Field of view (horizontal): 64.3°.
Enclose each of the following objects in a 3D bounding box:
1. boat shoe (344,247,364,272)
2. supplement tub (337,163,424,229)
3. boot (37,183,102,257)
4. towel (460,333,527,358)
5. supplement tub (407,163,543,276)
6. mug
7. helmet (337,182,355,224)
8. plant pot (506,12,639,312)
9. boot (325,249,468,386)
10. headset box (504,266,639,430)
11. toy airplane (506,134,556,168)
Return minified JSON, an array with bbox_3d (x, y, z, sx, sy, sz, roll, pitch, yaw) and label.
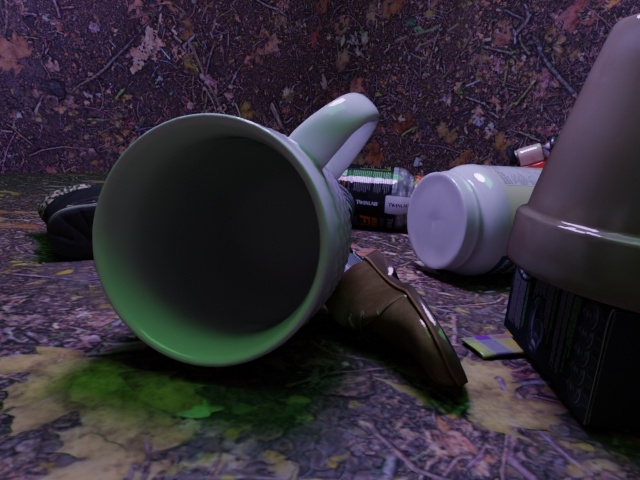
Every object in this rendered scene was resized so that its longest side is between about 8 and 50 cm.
[{"bbox_3d":[0.000,0.000,0.957,0.127,0.158,0.340,-4,14,-32],"label":"boat shoe"},{"bbox_3d":[0.154,-0.135,1.569,0.316,0.193,0.193,5,12,9],"label":"supplement tub"},{"bbox_3d":[-0.440,-0.057,1.170,0.377,0.138,0.284,-12,19,-35],"label":"boot"},{"bbox_3d":[0.244,0.146,0.704,0.083,0.009,0.060,-1,13,-18],"label":"towel"},{"bbox_3d":[0.377,-0.043,1.100,0.325,0.235,0.235,-2,13,-24],"label":"supplement tub"},{"bbox_3d":[-0.059,-0.044,0.693,0.276,0.374,0.328,43,11,6],"label":"mug"},{"bbox_3d":[0.009,-0.082,1.335,0.169,0.161,0.169,5,12,-1],"label":"helmet"},{"bbox_3d":[0.395,-0.088,0.559,0.323,0.280,0.323,5,12,-1],"label":"plant pot"},{"bbox_3d":[0.088,0.113,0.678,0.115,0.112,0.305,-28,22,-5],"label":"boot"},{"bbox_3d":[0.392,0.111,0.606,0.246,0.131,0.283,6,13,2],"label":"headset box"},{"bbox_3d":[0.643,-0.086,1.455,0.384,0.272,0.386,-41,39,-15],"label":"toy airplane"}]
